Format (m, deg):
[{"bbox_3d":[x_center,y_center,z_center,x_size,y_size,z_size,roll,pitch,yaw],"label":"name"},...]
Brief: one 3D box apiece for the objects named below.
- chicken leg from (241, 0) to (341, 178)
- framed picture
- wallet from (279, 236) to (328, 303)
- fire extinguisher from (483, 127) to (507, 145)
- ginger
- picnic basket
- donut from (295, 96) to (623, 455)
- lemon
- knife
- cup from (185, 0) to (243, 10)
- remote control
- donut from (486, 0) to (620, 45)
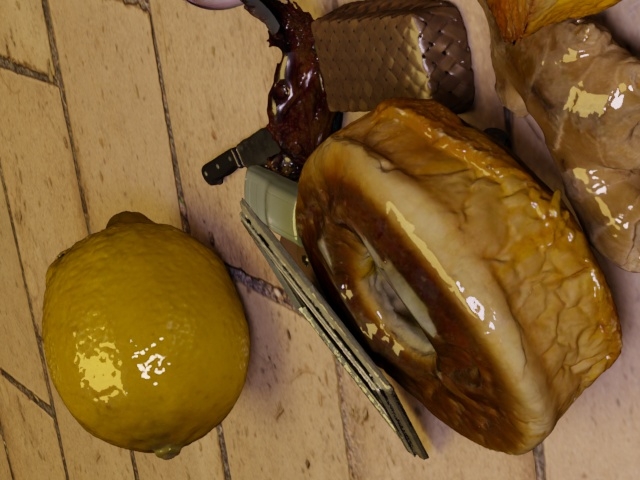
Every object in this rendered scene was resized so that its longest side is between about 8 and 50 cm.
[{"bbox_3d":[-0.031,-0.171,1.402,0.051,0.106,0.253,27,145,44],"label":"chicken leg"},{"bbox_3d":[0.015,0.096,1.393,0.231,0.018,0.293,51,175,23],"label":"framed picture"},{"bbox_3d":[0.000,0.000,1.531,0.118,0.039,0.152,58,148,26],"label":"wallet"},{"bbox_3d":[0.145,-0.060,1.261,0.028,0.022,0.083,-83,-1,-51],"label":"fire extinguisher"},{"bbox_3d":[0.181,-0.135,1.101,0.333,0.081,0.148,62,166,18],"label":"ginger"},{"bbox_3d":[0.059,-0.162,1.312,0.193,0.055,0.110,12,117,59],"label":"picnic basket"},{"bbox_3d":[0.107,0.021,1.201,0.330,0.160,0.330,44,164,16],"label":"donut"},{"bbox_3d":[-0.211,0.110,1.753,0.245,0.245,0.319,125,134,-56],"label":"lemon"},{"bbox_3d":[-0.069,-0.084,1.619,0.245,0.019,0.072,-22,89,60],"label":"knife"},{"bbox_3d":[-0.160,-0.354,1.399,0.274,0.253,0.253,37,137,36],"label":"cup"},{"bbox_3d":[-0.048,-0.038,1.542,0.162,0.029,0.061,-154,62,-62],"label":"remote control"},{"bbox_3d":[0.150,-0.239,1.011,0.152,0.101,0.259,92,169,-63],"label":"donut"}]
